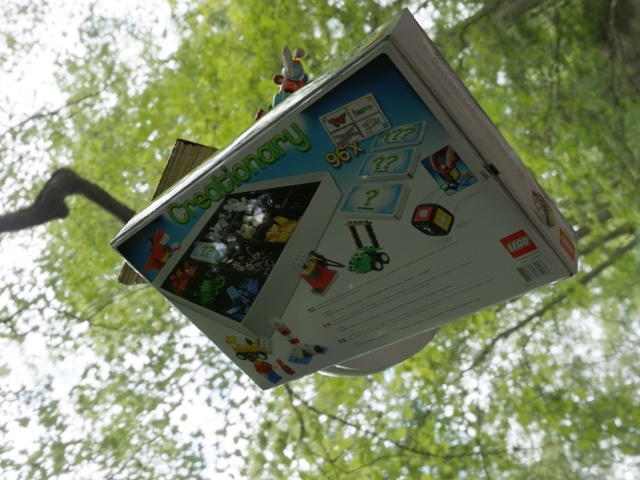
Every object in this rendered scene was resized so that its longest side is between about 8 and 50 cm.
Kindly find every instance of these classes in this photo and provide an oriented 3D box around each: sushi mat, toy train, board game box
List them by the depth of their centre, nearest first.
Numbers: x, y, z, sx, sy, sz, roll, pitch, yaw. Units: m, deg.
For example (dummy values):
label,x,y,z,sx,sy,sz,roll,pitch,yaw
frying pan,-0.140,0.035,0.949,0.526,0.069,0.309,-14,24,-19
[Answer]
label,x,y,z,sx,sy,sz,roll,pitch,yaw
board game box,0.000,0.000,0.490,0.193,0.305,0.053,48,-140,-18
toy train,-0.042,-0.154,0.721,0.166,0.046,0.125,-54,-39,-81
sushi mat,-0.218,-0.030,1.089,0.151,0.316,0.019,3,-137,-37

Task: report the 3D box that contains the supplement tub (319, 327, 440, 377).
label,x,y,z,sx,sy,sz,roll,pitch,yaw
supplement tub,0.022,0.050,0.841,0.228,0.316,0.228,1,-95,-10
